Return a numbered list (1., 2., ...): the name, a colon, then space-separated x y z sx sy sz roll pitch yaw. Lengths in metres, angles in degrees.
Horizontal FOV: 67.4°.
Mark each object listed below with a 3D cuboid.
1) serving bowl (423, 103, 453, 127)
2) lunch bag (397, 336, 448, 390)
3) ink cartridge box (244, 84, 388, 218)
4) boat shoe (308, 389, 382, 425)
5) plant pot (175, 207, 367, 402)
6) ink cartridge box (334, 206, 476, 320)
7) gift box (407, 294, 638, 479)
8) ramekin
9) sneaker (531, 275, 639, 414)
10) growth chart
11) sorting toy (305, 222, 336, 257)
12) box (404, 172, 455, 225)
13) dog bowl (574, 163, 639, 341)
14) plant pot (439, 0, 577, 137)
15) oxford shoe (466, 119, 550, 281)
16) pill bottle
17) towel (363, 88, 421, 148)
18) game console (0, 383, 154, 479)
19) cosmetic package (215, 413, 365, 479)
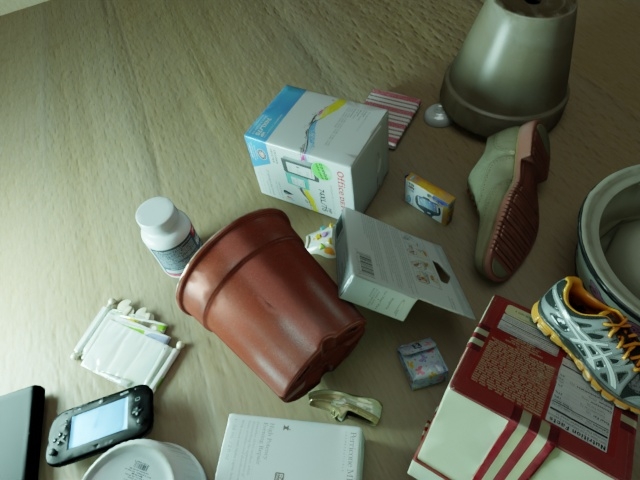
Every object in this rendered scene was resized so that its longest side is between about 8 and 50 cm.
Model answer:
1. serving bowl: 0.320 -0.341 1.287 0.083 0.027 0.084 -4 54 6
2. lunch bag: 0.187 0.223 0.888 0.070 0.053 0.083 -14 45 -4
3. ink cartridge box: 0.002 -0.203 1.129 0.269 0.198 0.197 20 59 21
4. boat shoe: 0.041 0.300 0.855 0.135 0.050 0.045 5 50 11
5. plant pot: -0.075 0.129 0.882 0.272 0.272 0.265 -39 67 -19
6. ink cartridge box: 0.148 0.053 0.930 0.238 0.060 0.275 22 26 -11
7. gift box: 0.309 0.270 0.719 0.255 0.258 0.276 29 41 25
8. ramekin: -0.295 0.426 0.776 0.206 0.109 0.207 -4 54 6
9. sneaker: 0.376 0.135 0.626 0.084 0.083 0.215 -15 45 -30
10. growth chart: -0.398 0.220 0.993 0.237 0.021 0.172 22 60 22
11. sorting toy: 0.000 0.000 1.088 0.075 0.045 0.083 -13 51 23
12. box: 0.240 -0.097 1.091 0.136 0.081 0.028 35 66 28
13. dog bowl: 0.672 0.050 0.883 0.407 0.150 0.409 -4 53 6
14. plant pot: 0.476 -0.457 1.176 0.322 0.281 0.324 -1 54 2
15. oxford shoe: 0.394 -0.085 1.057 0.146 0.140 0.397 -2 53 46
16. pill bottle: -0.325 -0.007 1.046 0.107 0.180 0.108 -4 55 5
17. towel: 0.173 -0.330 1.303 0.144 0.029 0.197 20 62 21
18. game console: -0.480 0.351 0.884 0.360 0.044 0.213 -19 54 -1
19. cosmetic package: -0.045 0.366 0.800 0.230 0.086 0.118 1 55 10
